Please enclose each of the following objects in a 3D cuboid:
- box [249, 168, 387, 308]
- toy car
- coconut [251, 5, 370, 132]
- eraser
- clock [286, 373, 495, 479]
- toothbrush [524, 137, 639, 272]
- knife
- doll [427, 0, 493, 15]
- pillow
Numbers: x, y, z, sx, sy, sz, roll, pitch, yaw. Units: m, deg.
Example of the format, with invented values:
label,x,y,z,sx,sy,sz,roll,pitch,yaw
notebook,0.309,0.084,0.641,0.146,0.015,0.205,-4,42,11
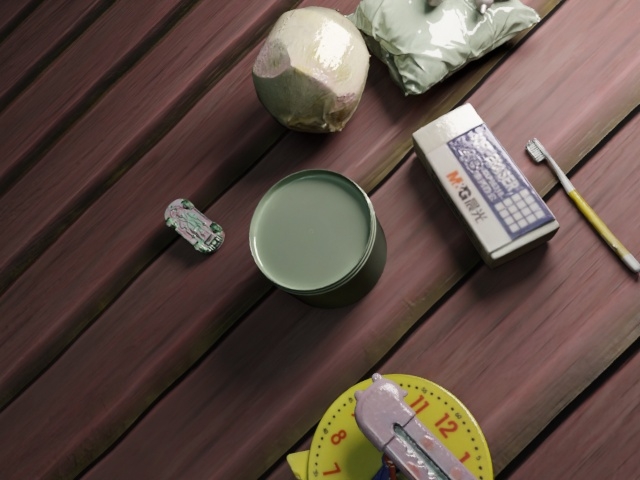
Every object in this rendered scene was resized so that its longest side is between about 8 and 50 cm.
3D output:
label,x,y,z,sx,sy,sz,roll,pitch,yaw
box,0.000,0.000,0.819,0.225,0.149,0.226,-5,70,15
toy car,-0.269,-0.030,0.962,0.142,0.055,0.069,38,87,10
coconut,-0.020,-0.317,0.890,0.226,0.227,0.231,22,80,22
eraser,0.284,-0.100,0.801,0.124,0.081,0.279,-29,67,7
clock,0.108,0.338,0.673,0.293,0.071,0.277,-38,49,-12
toothbrush,0.446,-0.065,0.774,0.024,0.021,0.288,-34,66,16
knife,0.187,0.344,0.590,0.132,0.038,0.398,-36,59,-21
doll,0.263,-0.477,0.808,0.160,0.059,0.161,-36,80,-6
pillow,0.231,-0.446,0.900,0.309,0.138,0.284,-36,68,0
